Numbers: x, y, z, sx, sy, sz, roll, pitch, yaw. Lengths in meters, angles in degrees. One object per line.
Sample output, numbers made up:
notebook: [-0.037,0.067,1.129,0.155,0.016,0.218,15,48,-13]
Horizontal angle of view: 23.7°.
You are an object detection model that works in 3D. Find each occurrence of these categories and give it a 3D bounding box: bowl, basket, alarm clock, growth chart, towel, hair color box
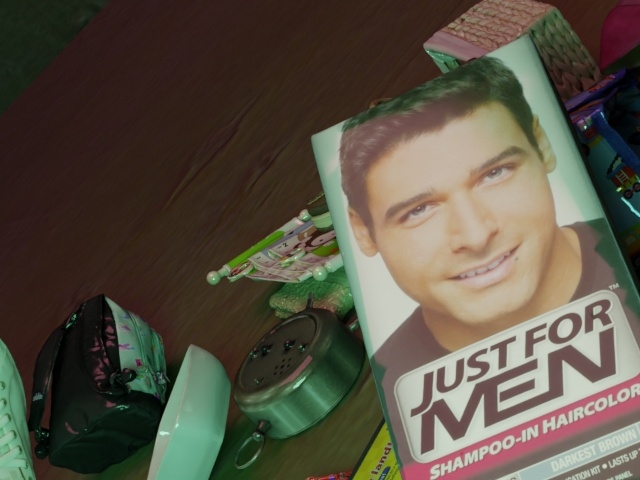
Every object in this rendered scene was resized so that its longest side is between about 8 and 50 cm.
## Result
bowl: [-0.125,0.187,1.472,0.142,0.053,0.142,-86,14,-57]
basket: [0.200,-0.185,1.580,0.103,0.113,0.167,-42,23,-4]
alarm clock: [-0.033,0.138,1.458,0.129,0.064,0.192,-14,39,49]
growth chart: [0.000,0.000,1.623,0.172,0.021,0.237,-37,18,-29]
towel: [0.007,0.042,1.601,0.110,0.027,0.148,-50,23,-15]
hair color box: [0.129,0.051,1.059,0.185,0.113,0.374,-24,49,12]

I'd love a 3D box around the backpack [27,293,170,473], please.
backpack: [-0.236,0.153,1.671,0.152,0.115,0.182,-32,42,20]

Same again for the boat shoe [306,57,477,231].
boat shoe: [0.079,-0.100,1.528,0.257,0.095,0.095,-30,2,29]

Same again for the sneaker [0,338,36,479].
sneaker: [-0.331,0.219,1.568,0.106,0.290,0.123,-17,18,-29]

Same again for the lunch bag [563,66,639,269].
lunch bag: [0.196,-0.047,1.363,0.221,0.138,0.293,-34,11,20]

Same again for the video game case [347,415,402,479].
video game case: [0.089,0.218,1.143,0.248,0.035,0.275,-12,38,51]

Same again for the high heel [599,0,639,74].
high heel: [0.348,-0.188,1.422,0.244,0.082,0.117,32,104,54]

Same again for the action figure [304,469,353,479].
action figure: [-0.003,0.219,1.303,0.115,0.030,0.038,-30,20,23]
